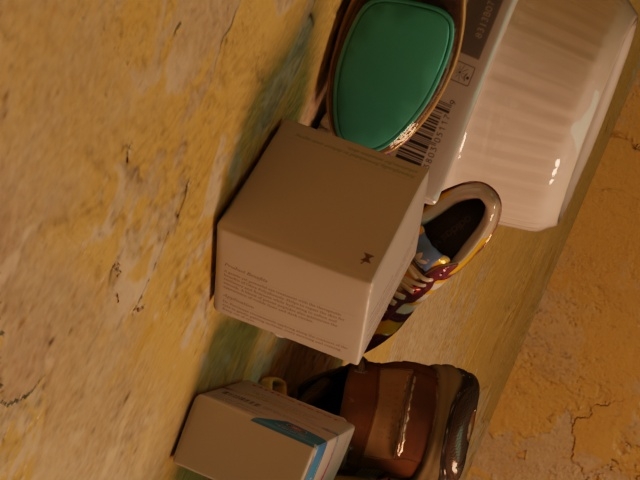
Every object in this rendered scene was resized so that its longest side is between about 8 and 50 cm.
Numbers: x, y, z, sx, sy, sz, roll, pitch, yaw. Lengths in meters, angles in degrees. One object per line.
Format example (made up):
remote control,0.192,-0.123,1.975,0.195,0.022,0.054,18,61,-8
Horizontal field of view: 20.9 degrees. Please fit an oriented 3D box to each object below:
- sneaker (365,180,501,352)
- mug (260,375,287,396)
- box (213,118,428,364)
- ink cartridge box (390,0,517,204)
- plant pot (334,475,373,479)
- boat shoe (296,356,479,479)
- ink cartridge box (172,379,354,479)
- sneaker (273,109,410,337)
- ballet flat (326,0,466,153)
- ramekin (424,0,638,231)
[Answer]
sneaker,0.067,0.020,1.373,0.185,0.069,0.084,-46,176,1
mug,-0.039,0.148,1.297,0.062,0.078,0.064,-37,161,9
box,0.000,0.000,1.063,0.087,0.101,0.102,96,18,-51
ink cartridge box,0.089,-0.125,1.409,0.232,0.066,0.189,-150,-98,-81
plant pot,0.038,0.339,1.264,0.254,0.239,0.254,-17,123,-27
boat shoe,0.032,0.147,1.434,0.324,0.119,0.123,134,-32,-72
ink cartridge box,-0.036,0.137,1.175,0.122,0.088,0.052,-5,116,-77
sneaker,0.010,-0.010,1.162,0.068,0.071,0.170,5,107,-77
ballet flat,0.062,-0.166,1.115,0.073,0.080,0.232,-78,-174,-67
ramekin,0.201,-0.134,1.627,0.273,0.127,0.273,21,90,-80
